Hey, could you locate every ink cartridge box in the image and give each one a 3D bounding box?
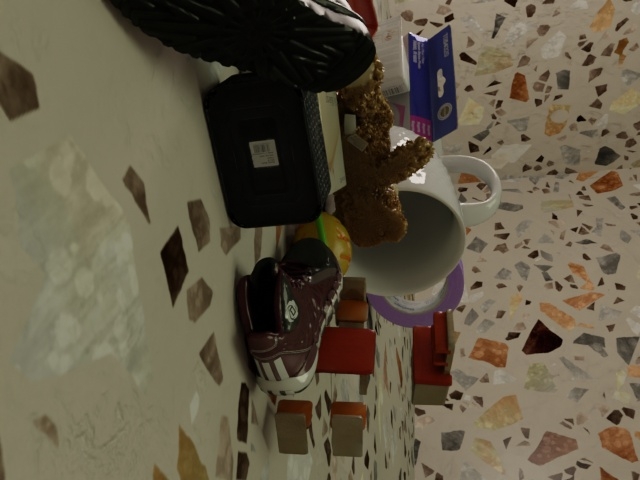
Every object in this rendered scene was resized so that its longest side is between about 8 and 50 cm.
[{"bbox_3d":[0.187,-0.344,1.675,0.071,0.330,0.324,22,56,-32],"label":"ink cartridge box"},{"bbox_3d":[0.123,-0.438,1.657,0.056,0.180,0.225,56,30,-48],"label":"ink cartridge box"}]

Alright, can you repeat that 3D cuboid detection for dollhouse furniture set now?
[{"bbox_3d":[0.057,0.161,0.979,0.262,0.258,0.135,-83,173,-47],"label":"dollhouse furniture set"}]

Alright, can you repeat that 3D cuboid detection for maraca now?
[{"bbox_3d":[0.000,0.000,1.153,0.186,0.099,0.127,-103,-172,-48],"label":"maraca"}]

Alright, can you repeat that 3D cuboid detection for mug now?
[{"bbox_3d":[0.195,-0.096,1.436,0.328,0.373,0.276,-90,172,-51],"label":"mug"}]

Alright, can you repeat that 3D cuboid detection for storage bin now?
[{"bbox_3d":[-0.062,-0.116,0.844,0.084,0.121,0.180,-69,152,-63],"label":"storage bin"}]

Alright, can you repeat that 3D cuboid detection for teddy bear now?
[{"bbox_3d":[0.066,-0.159,1.151,0.338,0.245,0.113,58,29,-11],"label":"teddy bear"}]

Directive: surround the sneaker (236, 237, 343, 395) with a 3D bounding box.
[{"bbox_3d":[-0.041,0.057,0.930,0.281,0.106,0.163,-80,158,-47],"label":"sneaker"}]

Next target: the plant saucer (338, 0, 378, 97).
[{"bbox_3d":[0.015,-0.371,1.259,0.259,0.047,0.259,-63,162,-8],"label":"plant saucer"}]

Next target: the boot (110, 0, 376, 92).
[{"bbox_3d":[-0.098,-0.313,0.702,0.348,0.131,0.260,14,52,-53],"label":"boot"}]

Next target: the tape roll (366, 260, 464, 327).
[{"bbox_3d":[0.263,0.104,1.892,0.090,0.274,0.275,-64,147,-69],"label":"tape roll"}]

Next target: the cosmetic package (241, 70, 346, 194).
[{"bbox_3d":[-0.042,-0.222,1.004,0.160,0.113,0.310,-46,129,-74],"label":"cosmetic package"}]

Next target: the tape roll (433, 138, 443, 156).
[{"bbox_3d":[0.231,-0.276,1.959,0.246,0.246,0.169,-58,143,-70],"label":"tape roll"}]
